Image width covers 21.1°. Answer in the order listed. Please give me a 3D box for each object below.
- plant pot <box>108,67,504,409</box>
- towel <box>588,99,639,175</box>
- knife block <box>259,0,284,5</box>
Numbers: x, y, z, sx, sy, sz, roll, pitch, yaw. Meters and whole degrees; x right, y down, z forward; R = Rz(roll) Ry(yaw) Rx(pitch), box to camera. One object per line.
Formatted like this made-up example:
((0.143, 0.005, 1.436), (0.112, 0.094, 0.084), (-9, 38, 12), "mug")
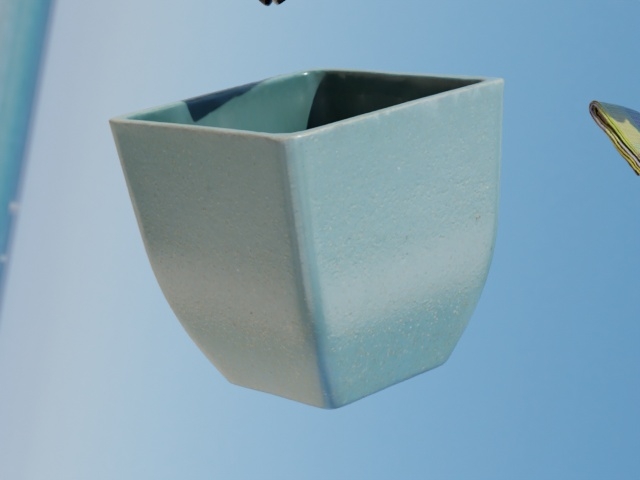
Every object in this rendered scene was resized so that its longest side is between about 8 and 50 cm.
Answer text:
((0.000, 0.000, 1.470), (0.247, 0.247, 0.252), (9, -69, 48), "plant pot")
((0.190, -0.056, 1.003), (0.009, 0.083, 0.060), (-46, -115, 24), "towel")
((0.040, -0.317, 1.496), (0.275, 0.088, 0.242), (-39, -169, 0), "knife block")
